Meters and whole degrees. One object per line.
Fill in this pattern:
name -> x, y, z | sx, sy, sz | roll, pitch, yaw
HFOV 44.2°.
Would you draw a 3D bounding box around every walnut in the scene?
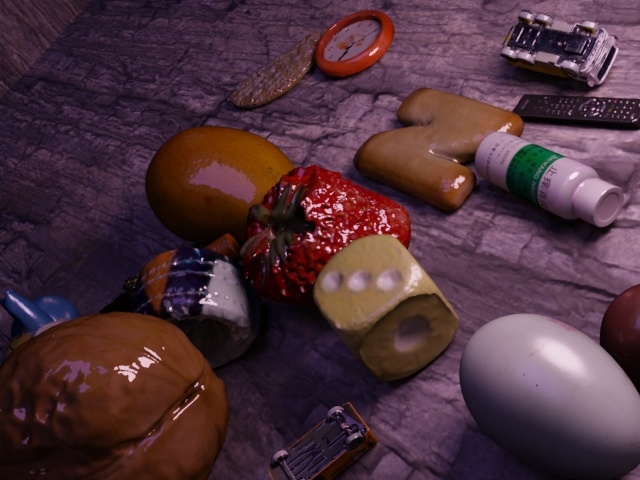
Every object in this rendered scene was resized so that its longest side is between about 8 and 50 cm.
walnut -> -0.351, 0.291, 1.284 | 0.398, 0.354, 0.308 | -18, 15, 18

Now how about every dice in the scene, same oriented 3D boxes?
dice -> 0.101, 0.104, 1.252 | 0.166, 0.169, 0.169 | -38, 41, 0

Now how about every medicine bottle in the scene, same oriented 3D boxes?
medicine bottle -> 0.372, -0.102, 1.299 | 0.095, 0.095, 0.260 | -46, 41, -8

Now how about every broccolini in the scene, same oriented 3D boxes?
broccolini -> -0.347, 0.056, 1.725 | 0.194, 0.054, 0.052 | -36, 22, 0

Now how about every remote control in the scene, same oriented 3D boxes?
remote control -> 0.458, -0.232, 1.405 | 0.245, 0.025, 0.063 | 14, 62, 43

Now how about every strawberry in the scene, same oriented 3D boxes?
strawberry -> 0.003, 0.000, 1.407 | 0.261, 0.258, 0.261 | -29, 50, 41

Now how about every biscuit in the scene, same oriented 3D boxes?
biscuit -> 0.217, -0.186, 1.514 | 0.237, 0.062, 0.291 | -47, 43, -10
biscuit -> -0.105, -0.404, 1.961 | 0.290, 0.038, 0.141 | -32, 42, 11

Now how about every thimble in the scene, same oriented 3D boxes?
thimble -> -0.224, 0.130, 1.439 | 0.237, 0.237, 0.150 | -21, 48, 19

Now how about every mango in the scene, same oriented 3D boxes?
mango -> -0.192, -0.105, 1.629 | 0.378, 0.221, 0.263 | 22, 67, 34

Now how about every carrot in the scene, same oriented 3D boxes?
carrot -> -0.247, 0.064, 1.533 | 0.210, 0.061, 0.061 | -32, 41, 15

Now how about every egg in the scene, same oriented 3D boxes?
egg -> 0.296, 0.201, 1.014 | 0.183, 0.183, 0.264 | -46, 48, -8

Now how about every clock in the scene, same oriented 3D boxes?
clock -> 0.080, -0.466, 1.871 | 0.205, 0.051, 0.205 | -19, 46, 20

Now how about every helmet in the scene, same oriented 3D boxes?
helmet -> 0.447, 0.110, 1.048 | 0.175, 0.106, 0.155 | -42, 41, -9

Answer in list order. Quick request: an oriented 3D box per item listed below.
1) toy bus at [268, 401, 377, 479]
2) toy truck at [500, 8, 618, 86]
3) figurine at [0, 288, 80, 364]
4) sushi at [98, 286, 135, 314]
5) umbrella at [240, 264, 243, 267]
toy bus -> 0.004, 0.326, 1.198 | 0.162, 0.074, 0.069 | -38, 48, -3
toy truck -> 0.438, -0.355, 1.464 | 0.227, 0.114, 0.098 | 31, 97, 48
figurine -> -0.562, 0.257, 1.570 | 0.243, 0.297, 0.416 | -15, 36, -25
sushi -> -0.367, 0.203, 1.540 | 0.127, 0.124, 0.225 | -31, 44, 17
umbrella -> -0.221, 0.063, 1.606 | 0.248, 0.071, 0.071 | 13, 62, 44
